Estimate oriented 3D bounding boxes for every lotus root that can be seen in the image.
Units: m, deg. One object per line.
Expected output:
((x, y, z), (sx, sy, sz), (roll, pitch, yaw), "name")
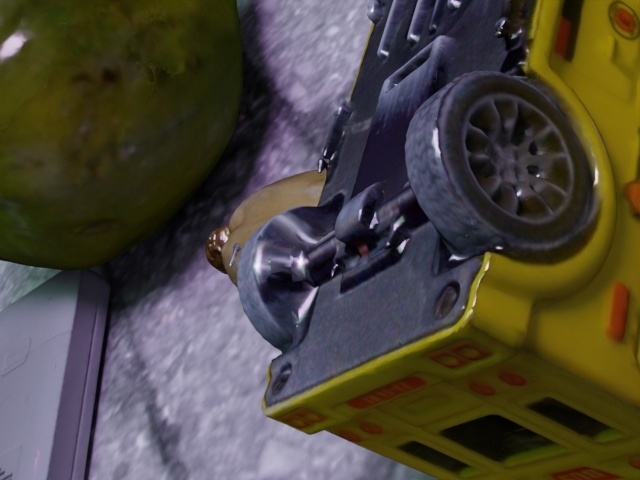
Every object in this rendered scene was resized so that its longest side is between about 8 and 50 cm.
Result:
((0.000, 0.000, 0.563), (0.150, 0.062, 0.073), (-4, 62, 46), "lotus root")

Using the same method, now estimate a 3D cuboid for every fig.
((-0.137, -0.120, 0.704), (0.314, 0.233, 0.233), (-39, 31, -17), "fig")

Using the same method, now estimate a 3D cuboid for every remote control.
((-0.181, 0.125, 0.670), (0.103, 0.034, 0.250), (-31, 37, 24), "remote control")

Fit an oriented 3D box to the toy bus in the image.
((0.088, -0.073, 0.447), (0.144, 0.152, 0.330), (-34, 34, 54), "toy bus")
